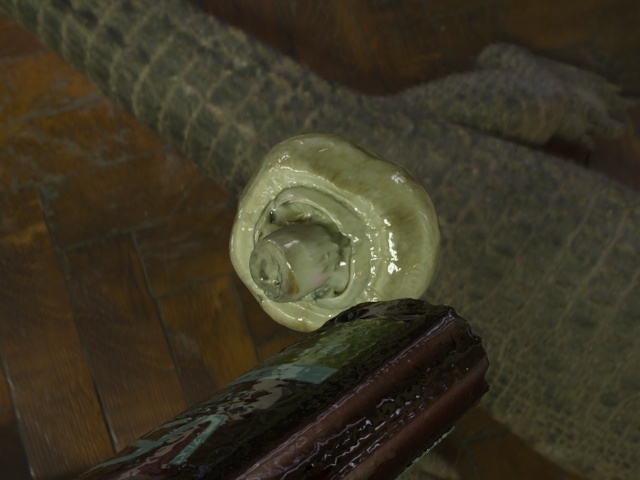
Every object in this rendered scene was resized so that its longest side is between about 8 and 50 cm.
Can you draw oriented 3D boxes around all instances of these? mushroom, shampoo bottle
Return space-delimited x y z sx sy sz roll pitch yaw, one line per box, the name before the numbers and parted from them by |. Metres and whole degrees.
mushroom | 0.000 0.000 1.458 0.260 0.234 0.254 -31 84 27
shampoo bottle | -0.043 0.113 0.559 0.323 0.129 0.084 -26 100 -53
